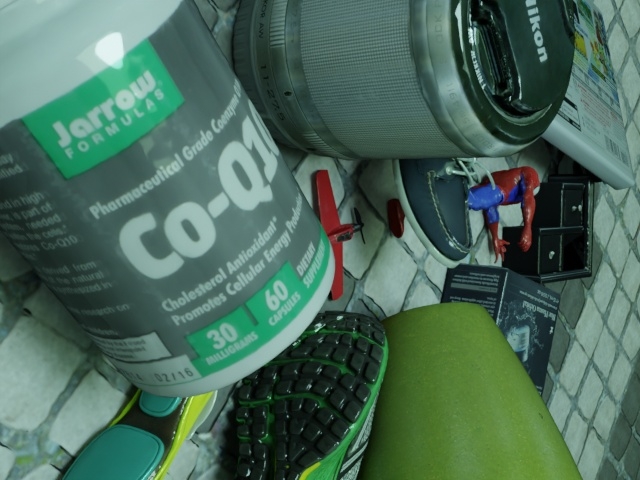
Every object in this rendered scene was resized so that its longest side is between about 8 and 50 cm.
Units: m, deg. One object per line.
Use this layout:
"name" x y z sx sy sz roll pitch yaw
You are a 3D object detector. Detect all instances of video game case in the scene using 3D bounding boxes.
"video game case" 0.348 -0.249 1.154 0.329 0.036 0.299 17 63 -50

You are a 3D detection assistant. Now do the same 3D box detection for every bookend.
"bookend" 0.331 -0.021 1.203 0.156 0.072 0.157 -2 94 -46

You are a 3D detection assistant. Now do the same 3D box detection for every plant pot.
"plant pot" 0.145 0.226 0.899 0.275 0.275 0.293 16 57 -46

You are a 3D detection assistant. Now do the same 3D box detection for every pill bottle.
"pill bottle" -0.151 -0.075 0.592 0.204 0.204 0.361 -52 127 -31

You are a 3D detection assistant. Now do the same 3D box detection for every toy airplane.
"toy airplane" 0.000 0.000 0.885 0.151 0.028 0.151 -7 99 -47

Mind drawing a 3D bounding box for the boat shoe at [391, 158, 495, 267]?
"boat shoe" 0.132 -0.091 0.904 0.095 0.079 0.254 34 39 -42

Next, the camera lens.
"camera lens" 0.080 -0.186 0.777 0.219 0.274 0.219 -5 96 -46

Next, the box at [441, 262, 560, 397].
"box" 0.234 0.125 1.097 0.156 0.093 0.158 22 79 -45

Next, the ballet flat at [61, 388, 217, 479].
"ballet flat" -0.143 0.171 0.720 0.231 0.077 0.077 -60 147 -28

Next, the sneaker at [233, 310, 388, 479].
"sneaker" -0.022 0.228 0.830 0.343 0.134 0.146 -65 151 -20

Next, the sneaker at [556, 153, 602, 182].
"sneaker" 0.449 -0.144 1.315 0.178 0.077 0.072 -57 130 -28

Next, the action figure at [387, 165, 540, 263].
"action figure" 0.212 -0.020 1.064 0.280 0.092 0.138 -19 99 -43
